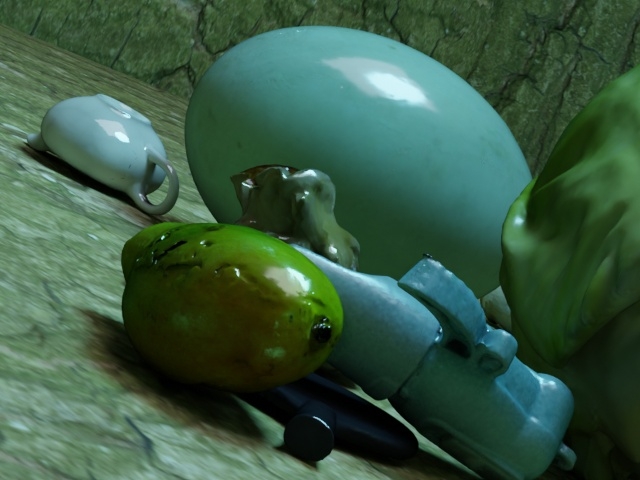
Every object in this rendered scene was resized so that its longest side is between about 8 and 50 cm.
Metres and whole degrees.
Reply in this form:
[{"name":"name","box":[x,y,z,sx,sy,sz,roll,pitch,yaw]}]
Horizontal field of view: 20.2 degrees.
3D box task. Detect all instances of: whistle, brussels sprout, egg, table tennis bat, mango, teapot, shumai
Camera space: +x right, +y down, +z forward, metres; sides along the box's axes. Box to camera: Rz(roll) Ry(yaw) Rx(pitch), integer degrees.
[{"name":"whistle","box":[0.075,0.090,1.292,0.274,0.093,0.186,35,-25,-13]},{"name":"brussels sprout","box":[0.319,0.023,1.531,0.342,0.425,0.361,-14,45,-2]},{"name":"egg","box":[0.044,-0.070,1.857,0.389,0.276,0.276,23,6,-13]},{"name":"table tennis bat","box":[0.000,0.117,1.235,0.150,0.027,0.236,26,5,2]},{"name":"mango","box":[-0.074,0.039,1.194,0.125,0.111,0.233,20,3,-35]},{"name":"teapot","box":[-0.226,-0.100,1.942,0.226,0.092,0.145,34,11,38]},{"name":"shumai","box":[-0.034,0.012,1.465,0.209,0.153,0.161,22,-1,-1]}]

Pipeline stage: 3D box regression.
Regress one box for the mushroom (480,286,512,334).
[{"name":"mushroom","box":[0.329,0.113,2.329,0.270,0.103,0.118,21,5,16]}]
